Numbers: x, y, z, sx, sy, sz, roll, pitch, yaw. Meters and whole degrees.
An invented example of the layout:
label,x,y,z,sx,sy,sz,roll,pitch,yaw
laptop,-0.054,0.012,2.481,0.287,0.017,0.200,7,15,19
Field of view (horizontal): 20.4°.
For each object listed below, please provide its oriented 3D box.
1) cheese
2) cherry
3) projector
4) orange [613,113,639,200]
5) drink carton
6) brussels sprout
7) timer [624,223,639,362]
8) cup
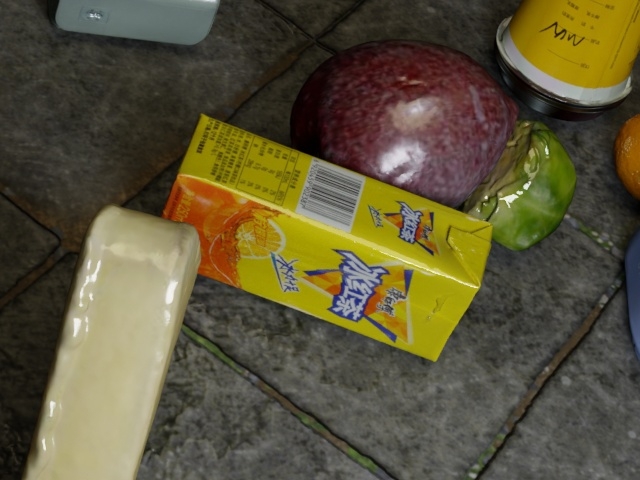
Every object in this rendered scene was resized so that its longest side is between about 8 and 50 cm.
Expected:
label,x,y,z,sx,sy,sz,roll,pitch,yaw
cheese,-0.192,0.105,1.684,0.104,0.384,0.384,16,47,-2
cherry,0.094,-0.128,2.089,0.300,0.203,0.230,-17,45,-13
projector,-0.240,-0.365,2.232,0.198,0.108,0.250,4,49,-19
orange,0.440,-0.107,2.280,0.136,0.117,0.135,8,46,-8
drink carton,0.000,0.000,1.983,0.351,0.154,0.111,20,48,-5
brussels sprout,0.241,-0.062,2.159,0.122,0.151,0.149,45,12,-26
timer,0.559,0.104,2.112,0.395,0.173,0.395,12,48,-14
cup,0.348,-0.304,2.305,0.196,0.279,0.196,11,43,-10
